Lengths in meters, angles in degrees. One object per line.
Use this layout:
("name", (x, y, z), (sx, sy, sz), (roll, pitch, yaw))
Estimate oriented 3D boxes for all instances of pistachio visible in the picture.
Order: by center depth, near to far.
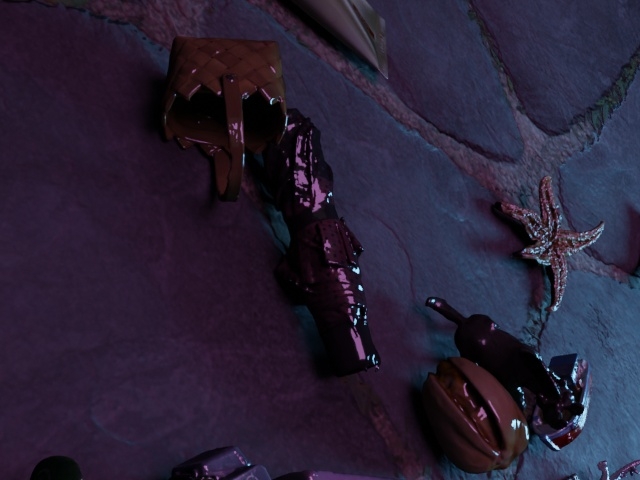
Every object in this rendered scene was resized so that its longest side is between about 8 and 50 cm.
("pistachio", (0.183, 0.209, 1.157), (0.113, 0.113, 0.149), (-17, 75, -47))

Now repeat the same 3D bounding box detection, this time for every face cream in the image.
("face cream", (-0.019, -0.361, 1.307), (0.341, 0.084, 0.137), (36, 37, -33))

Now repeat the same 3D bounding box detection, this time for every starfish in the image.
("starfish", (0.355, 0.003, 1.472), (0.238, 0.057, 0.213), (-2, 77, -40))

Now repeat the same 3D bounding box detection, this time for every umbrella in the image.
("umbrella", (0.000, 0.000, 1.106), (0.094, 0.090, 0.326), (-2, 70, -48))

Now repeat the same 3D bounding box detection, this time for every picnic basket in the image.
("picnic basket", (-0.104, -0.128, 1.048), (0.137, 0.128, 0.179), (0, 66, -9))

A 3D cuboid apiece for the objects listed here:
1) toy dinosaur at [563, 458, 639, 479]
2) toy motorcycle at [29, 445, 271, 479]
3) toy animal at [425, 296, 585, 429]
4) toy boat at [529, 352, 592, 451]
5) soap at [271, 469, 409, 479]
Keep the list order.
("toy dinosaur", (0.379, 0.343, 1.308), (0.209, 0.039, 0.082), (-18, 84, -37))
("toy motorcycle", (-0.150, 0.249, 0.804), (0.274, 0.124, 0.187), (-18, 90, -50))
("toy animal", (0.234, 0.147, 1.202), (0.084, 0.148, 0.232), (-41, 61, -12))
("toy boat", (0.325, 0.217, 1.308), (0.059, 0.069, 0.173), (59, 40, -23))
("soap", (0.072, 0.385, 0.949), (0.296, 0.107, 0.286), (15, 60, -37))
